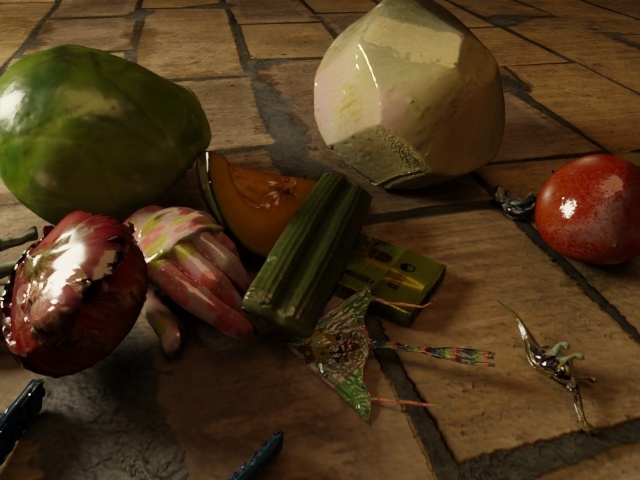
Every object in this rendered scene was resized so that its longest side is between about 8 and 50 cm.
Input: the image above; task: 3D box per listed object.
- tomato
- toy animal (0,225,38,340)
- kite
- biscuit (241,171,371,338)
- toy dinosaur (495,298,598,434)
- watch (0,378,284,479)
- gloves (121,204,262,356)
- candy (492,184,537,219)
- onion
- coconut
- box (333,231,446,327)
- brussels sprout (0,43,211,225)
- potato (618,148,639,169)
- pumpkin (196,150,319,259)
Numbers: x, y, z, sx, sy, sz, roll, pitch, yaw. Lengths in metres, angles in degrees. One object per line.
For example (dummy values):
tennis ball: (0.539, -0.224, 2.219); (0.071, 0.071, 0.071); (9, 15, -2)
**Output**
tomato: (0.402, -0.041, 0.754); (0.167, 0.167, 0.167); (1, 36, -1)
toy animal: (-0.441, 0.040, 0.668); (0.255, 0.090, 0.170); (24, 46, 32)
kite: (0.077, 0.123, 0.607); (0.244, 0.006, 0.198); (0, 46, 11)
biscuit: (0.000, 0.000, 0.701); (0.099, 0.038, 0.322); (30, 41, -1)
toy dinosaur: (0.272, 0.137, 0.601); (0.058, 0.037, 0.180); (-7, 37, -20)
watch: (-0.194, 0.249, 0.412); (0.276, 0.068, 0.275); (8, 31, 9)
gloves: (-0.165, 0.042, 0.648); (0.145, 0.126, 0.241); (-26, 38, -37)
candy: (0.412, -0.073, 0.885); (0.226, 0.051, 0.094); (0, 30, 1)
onion: (-0.253, 0.059, 0.564); (0.183, 0.147, 0.184); (-13, 64, 28)
coconut: (0.168, -0.255, 0.920); (0.352, 0.353, 0.353); (1, 36, -1)
box: (0.064, 0.041, 0.730); (0.193, 0.030, 0.121); (21, 40, 26)
brussels sprout: (-0.338, -0.152, 0.804); (0.344, 0.268, 0.344); (16, 18, -5)
potato: (0.578, -0.123, 0.954); (0.103, 0.067, 0.096); (-19, 16, -13)
pumpkin: (-0.105, -0.043, 0.793); (0.130, 0.149, 0.254); (-2, -5, 41)
